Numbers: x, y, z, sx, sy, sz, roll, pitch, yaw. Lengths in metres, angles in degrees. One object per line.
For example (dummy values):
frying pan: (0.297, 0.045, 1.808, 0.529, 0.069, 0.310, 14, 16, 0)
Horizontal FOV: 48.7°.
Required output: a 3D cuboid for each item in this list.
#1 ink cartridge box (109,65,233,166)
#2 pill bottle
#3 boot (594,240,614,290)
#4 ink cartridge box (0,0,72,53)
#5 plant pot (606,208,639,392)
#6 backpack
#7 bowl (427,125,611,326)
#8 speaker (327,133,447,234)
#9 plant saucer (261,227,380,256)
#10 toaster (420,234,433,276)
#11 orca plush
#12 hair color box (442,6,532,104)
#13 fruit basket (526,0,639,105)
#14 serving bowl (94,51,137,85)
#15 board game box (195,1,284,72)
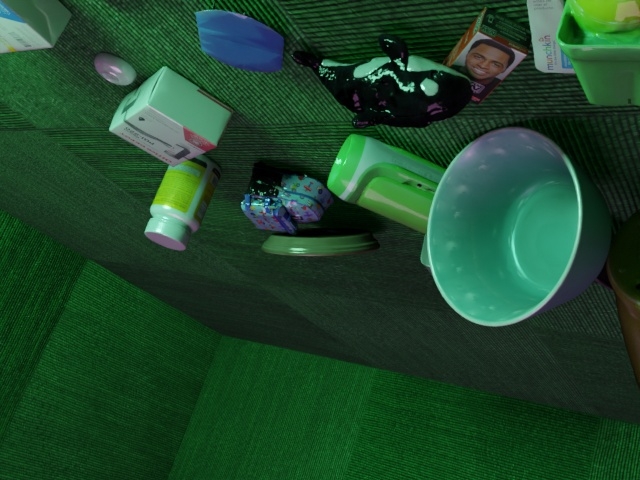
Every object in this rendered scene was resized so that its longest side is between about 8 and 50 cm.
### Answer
ink cartridge box: (-0.296, -0.235, 1.383, 0.158, 0.092, 0.218, 30, 160, -28)
pill bottle: (-0.317, -0.091, 1.620, 0.119, 0.209, 0.119, 17, 161, 6)
boot: (0.502, 0.059, 1.364, 0.263, 0.091, 0.229, 12, 171, -39)
ink cartridge box: (-0.561, -0.395, 1.214, 0.231, 0.078, 0.134, 6, 157, 34)
plant pot: (0.631, 0.110, 1.110, 0.366, 0.366, 0.353, -2, 140, 47)
backpack: (-0.065, -0.083, 1.542, 0.173, 0.117, 0.158, 11, 161, 17)
bowl: (0.335, -0.014, 1.131, 0.163, 0.312, 0.311, 8, 169, -32)
speaker: (0.168, -0.086, 1.288, 0.296, 0.131, 0.131, 23, 161, -10)
plant saucer: (0.000, 0.000, 1.646, 0.277, 0.041, 0.278, -1, -174, 0)
toaster: (0.324, 0.047, 1.530, 0.185, 0.110, 0.168, 8, 159, 31)
orca plush: (0.067, -0.211, 1.002, 0.287, 0.102, 0.151, 29, 152, 26)
hair color box: (0.214, -0.240, 0.936, 0.072, 0.043, 0.141, 23, 161, -5)
fruit basket: (0.335, -0.278, 0.608, 0.327, 0.165, 0.353, 8, 143, 29)
serving bowl: (-0.392, -0.319, 1.338, 0.083, 0.027, 0.083, 17, 160, 6)
board game box: (-0.117, -0.314, 1.079, 0.133, 0.033, 0.169, 14, 166, -1)
